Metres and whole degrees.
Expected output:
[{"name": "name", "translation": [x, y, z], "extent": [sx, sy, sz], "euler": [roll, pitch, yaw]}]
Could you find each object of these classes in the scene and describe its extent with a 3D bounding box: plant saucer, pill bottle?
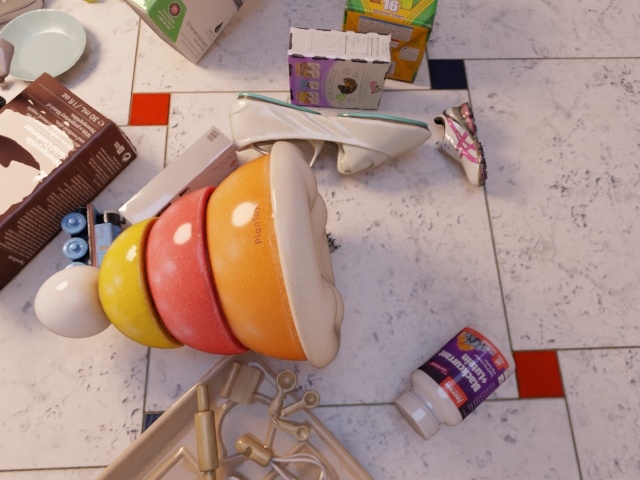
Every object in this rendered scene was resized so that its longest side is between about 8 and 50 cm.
[{"name": "plant saucer", "translation": [-0.610, -0.422, 1.031], "extent": [0.195, 0.037, 0.194], "euler": [1, 70, -2]}, {"name": "pill bottle", "translation": [0.222, 0.240, 0.788], "extent": [0.194, 0.108, 0.108], "euler": [-37, 76, -13]}]

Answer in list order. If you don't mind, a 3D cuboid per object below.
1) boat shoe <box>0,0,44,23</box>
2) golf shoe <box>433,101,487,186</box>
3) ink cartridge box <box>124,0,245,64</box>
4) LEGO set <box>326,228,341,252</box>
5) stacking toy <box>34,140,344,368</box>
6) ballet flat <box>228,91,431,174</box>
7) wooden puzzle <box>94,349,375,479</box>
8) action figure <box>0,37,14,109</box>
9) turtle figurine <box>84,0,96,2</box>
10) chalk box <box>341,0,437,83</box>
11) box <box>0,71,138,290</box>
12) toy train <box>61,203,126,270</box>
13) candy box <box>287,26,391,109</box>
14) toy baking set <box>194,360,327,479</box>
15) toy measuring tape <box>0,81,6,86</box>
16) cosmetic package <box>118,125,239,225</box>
[{"name": "boat shoe", "translation": [-0.763, -0.522, 1.033], "extent": [0.268, 0.088, 0.096], "euler": [-22, 73, -9]}, {"name": "golf shoe", "translation": [0.293, -0.191, 0.972], "extent": [0.086, 0.067, 0.186], "euler": [-17, 70, 21]}, {"name": "ink cartridge box", "translation": [-0.252, -0.549, 0.955], "extent": [0.122, 0.211, 0.289], "euler": [39, 92, 12]}, {"name": "LEGO set", "translation": [-0.001, 0.002, 0.909], "extent": [0.083, 0.023, 0.054], "euler": [-7, 71, -4]}, {"name": "stacking toy", "translation": [-0.218, 0.053, 0.742], "extent": [0.480, 0.350, 0.350], "euler": [-10, 71, 4]}, {"name": "ballet flat", "translation": [0.013, -0.196, 0.934], "extent": [0.401, 0.139, 0.139], "euler": [9, 71, -1]}, {"name": "wooden puzzle", "translation": [-0.125, 0.399, 0.744], "extent": [0.322, 0.080, 0.348], "euler": [-43, 82, -14]}, {"name": "action figure", "translation": [-0.710, -0.217, 0.815], "extent": [0.341, 0.330, 0.178], "euler": [-27, 83, -42]}, {"name": "turtle figurine", "translation": [-0.507, -0.675, 1.094], "extent": [0.270, 0.087, 0.217], "euler": [-5, 73, -8]}, {"name": "chalk box", "translation": [0.159, -0.527, 1.016], "extent": [0.180, 0.179, 0.288], "euler": [12, 71, 2]}, {"name": "box", "translation": [-0.562, -0.110, 0.872], "extent": [0.191, 0.143, 0.381], "euler": [36, 75, 10]}, {"name": "toy train", "translation": [-0.412, 0.019, 0.865], "extent": [0.105, 0.080, 0.184], "euler": [-8, 70, -14]}, {"name": "candy box", "translation": [0.035, -0.346, 0.956], "extent": [0.196, 0.165, 0.070], "euler": [3, 73, -1]}, {"name": "toy baking set", "translation": [-0.091, 0.312, 0.713], "extent": [0.197, 0.030, 0.256], "euler": [-3, 74, -6]}, {"name": "toy measuring tape", "translation": [-0.829, -0.295, 0.940], "extent": [0.330, 0.121, 0.121], "euler": [-11, 71, -11]}, {"name": "cosmetic package", "translation": [-0.262, -0.104, 0.900], "extent": [0.060, 0.099, 0.239], "euler": [41, 75, 9]}]
